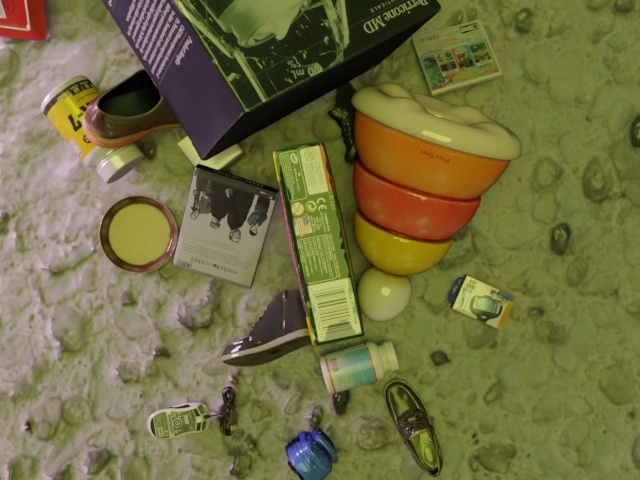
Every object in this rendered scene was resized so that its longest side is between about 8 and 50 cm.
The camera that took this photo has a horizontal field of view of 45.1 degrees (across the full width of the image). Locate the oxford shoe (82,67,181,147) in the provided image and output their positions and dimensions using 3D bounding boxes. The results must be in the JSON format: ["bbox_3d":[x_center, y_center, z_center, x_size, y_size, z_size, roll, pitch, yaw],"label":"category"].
[{"bbox_3d":[-0.301,-0.299,1.560,0.363,0.132,0.130,-33,89,-26],"label":"oxford shoe"}]

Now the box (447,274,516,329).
[{"bbox_3d":[0.349,0.132,1.686,0.136,0.028,0.081,23,91,-4],"label":"box"}]

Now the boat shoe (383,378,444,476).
[{"bbox_3d":[0.209,0.407,1.666,0.080,0.073,0.224,-26,92,-1],"label":"boat shoe"}]

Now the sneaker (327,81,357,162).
[{"bbox_3d":[0.053,-0.258,1.658,0.089,0.051,0.170,17,86,-2],"label":"sneaker"}]

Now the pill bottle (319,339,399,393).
[{"bbox_3d":[0.083,0.268,1.653,0.160,0.087,0.087,-16,92,-1],"label":"pill bottle"}]

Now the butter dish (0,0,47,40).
[{"bbox_3d":[-0.643,-0.516,1.606,0.159,0.118,0.160,6,133,-4],"label":"butter dish"}]

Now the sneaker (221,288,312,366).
[{"bbox_3d":[-0.116,0.191,1.661,0.222,0.083,0.118,-21,60,15],"label":"sneaker"}]

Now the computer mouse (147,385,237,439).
[{"bbox_3d":[-0.278,0.382,1.672,0.192,0.042,0.106,-7,96,-7],"label":"computer mouse"}]

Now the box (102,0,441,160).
[{"bbox_3d":[-0.123,-0.486,1.447,0.479,0.297,0.472,-34,94,-26],"label":"box"}]

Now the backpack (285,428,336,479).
[{"bbox_3d":[-0.020,0.458,1.639,0.098,0.120,0.101,45,90,-1],"label":"backpack"}]

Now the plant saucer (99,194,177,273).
[{"bbox_3d":[-0.391,-0.013,1.663,0.168,0.029,0.169,0,91,-1],"label":"plant saucer"}]

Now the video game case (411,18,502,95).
[{"bbox_3d":[0.291,-0.393,1.651,0.157,0.019,0.143,-16,71,-1],"label":"video game case"}]

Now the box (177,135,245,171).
[{"bbox_3d":[-0.229,-0.194,1.632,0.102,0.087,0.101,-38,92,0],"label":"box"}]

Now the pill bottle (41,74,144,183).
[{"bbox_3d":[-0.473,-0.229,1.610,0.119,0.119,0.208,-39,92,0],"label":"pill bottle"}]

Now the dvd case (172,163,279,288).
[{"bbox_3d":[-0.202,-0.025,1.620,0.179,0.030,0.239,18,117,-2],"label":"dvd case"}]

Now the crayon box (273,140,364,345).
[{"bbox_3d":[0.000,0.000,1.530,0.106,0.313,0.363,-12,92,2],"label":"crayon box"}]

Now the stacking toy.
[{"bbox_3d":[0.170,-0.053,1.579,0.350,0.351,0.480,18,108,-2],"label":"stacking toy"}]
